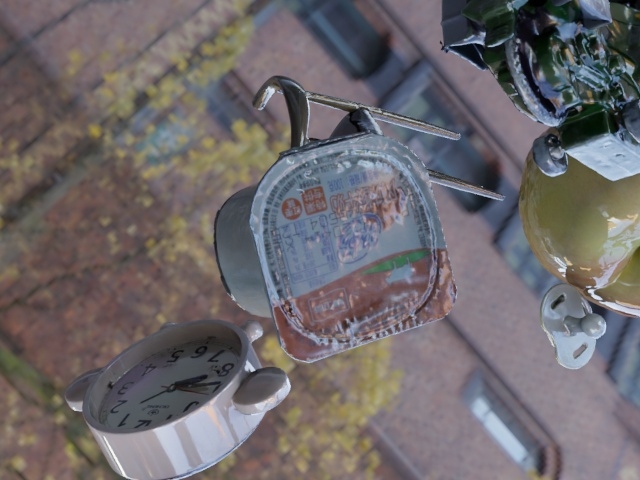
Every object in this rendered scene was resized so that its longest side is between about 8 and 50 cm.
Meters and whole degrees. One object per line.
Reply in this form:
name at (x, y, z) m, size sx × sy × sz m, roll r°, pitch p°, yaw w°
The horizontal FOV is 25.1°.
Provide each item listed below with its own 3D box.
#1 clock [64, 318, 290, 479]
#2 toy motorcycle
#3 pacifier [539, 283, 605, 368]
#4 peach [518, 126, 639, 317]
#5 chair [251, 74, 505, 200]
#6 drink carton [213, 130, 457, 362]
clock at (-0.118, 0.133, 1.207) m, size 0.229 × 0.063 × 0.155 m, roll -3°, pitch -147°, yaw 31°
toy motorcycle at (0.189, -0.139, 1.015) m, size 0.125 × 0.187 × 0.275 m, roll -19°, pitch 156°, yaw 32°
pacifier at (0.242, 0.078, 1.335) m, size 0.068 × 0.083 × 0.064 m, roll -34°, pitch -163°, yaw -31°
peach at (0.293, -0.044, 1.371) m, size 0.232 × 0.232 × 0.232 m, roll -40°, pitch -173°, yaw 6°
chair at (0.036, -0.066, 1.651) m, size 0.166 × 0.272 × 0.188 m, roll -59°, pitch -152°, yaw 21°
drink carton at (0.000, 0.000, 1.373) m, size 0.185 × 0.191 × 0.189 m, roll -18°, pitch -174°, yaw -18°
